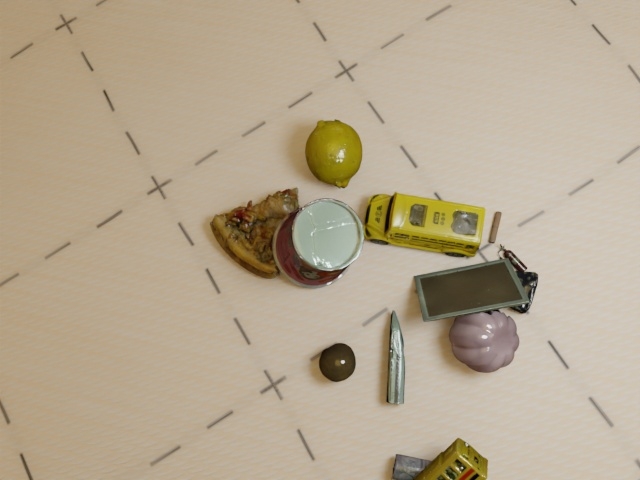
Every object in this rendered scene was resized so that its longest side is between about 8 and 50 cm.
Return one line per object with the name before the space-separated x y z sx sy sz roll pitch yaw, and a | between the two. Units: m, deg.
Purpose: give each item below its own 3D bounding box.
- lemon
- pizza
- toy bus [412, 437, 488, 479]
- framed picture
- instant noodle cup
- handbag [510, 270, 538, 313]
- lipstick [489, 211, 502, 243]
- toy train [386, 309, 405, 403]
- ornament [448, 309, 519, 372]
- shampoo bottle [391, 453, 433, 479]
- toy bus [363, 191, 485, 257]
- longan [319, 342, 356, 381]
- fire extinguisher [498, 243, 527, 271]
lemon | 0.040 -0.252 1.659 0.173 0.173 0.206 -15 88 2
pizza | -0.157 -0.015 1.672 0.287 0.074 0.251 -26 78 0
toy bus | 0.268 0.644 1.394 0.123 0.121 0.335 43 103 9
framed picture | 0.397 0.133 1.528 0.274 0.217 0.017 -11 119 10
instant noodle cup | 0.000 0.000 1.543 0.243 0.231 0.243 2 80 -11
handbag | 0.524 0.131 1.579 0.139 0.072 0.115 16 80 22
lipstick | 0.506 -0.038 1.640 0.019 0.019 0.094 16 79 9
toy train | 0.211 0.319 1.562 0.048 0.055 0.252 3 77 6
ornament | 0.428 0.258 1.504 0.177 0.177 0.178 -1 76 5
shampoo bottle | 0.296 0.609 1.478 0.214 0.072 0.072 9 77 7
toy bus | 0.285 -0.050 1.596 0.330 0.152 0.144 10 78 7
longan | 0.044 0.330 1.559 0.106 0.106 0.119 -45 35 -6
fire extinguisher | 0.537 0.057 1.614 0.100 0.032 0.046 49 119 14
